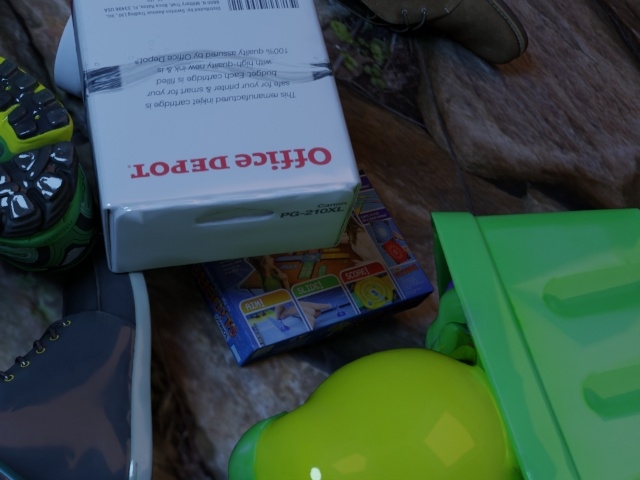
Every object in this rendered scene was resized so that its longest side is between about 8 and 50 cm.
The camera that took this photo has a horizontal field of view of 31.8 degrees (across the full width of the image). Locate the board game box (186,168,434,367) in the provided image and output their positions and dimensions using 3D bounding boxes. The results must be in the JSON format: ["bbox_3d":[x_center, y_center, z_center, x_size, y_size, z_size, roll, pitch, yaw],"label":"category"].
[{"bbox_3d":[-0.013,0.017,0.966,0.201,0.035,0.136,-14,67,-37],"label":"board game box"}]

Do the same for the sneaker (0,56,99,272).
[{"bbox_3d":[-0.287,-0.096,0.799,0.134,0.146,0.343,-37,66,-16],"label":"sneaker"}]

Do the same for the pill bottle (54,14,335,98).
[{"bbox_3d":[-0.106,-0.130,0.944,0.216,0.121,0.121,23,42,2],"label":"pill bottle"}]

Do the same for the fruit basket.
[{"bbox_3d":[0.125,0.173,0.856,0.392,0.283,0.392,-4,62,8],"label":"fruit basket"}]

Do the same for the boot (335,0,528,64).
[{"bbox_3d":[0.109,-0.278,1.313,0.305,0.112,0.115,32,72,-21],"label":"boot"}]

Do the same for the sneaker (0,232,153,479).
[{"bbox_3d":[-0.182,0.080,0.759,0.118,0.083,0.222,9,48,-27],"label":"sneaker"}]

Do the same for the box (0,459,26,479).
[{"bbox_3d":[-0.270,0.121,0.634,0.244,0.060,0.100,40,76,-5],"label":"box"}]

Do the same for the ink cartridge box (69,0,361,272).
[{"bbox_3d":[-0.084,-0.107,0.809,0.172,0.100,0.237,-7,63,-13],"label":"ink cartridge box"}]
